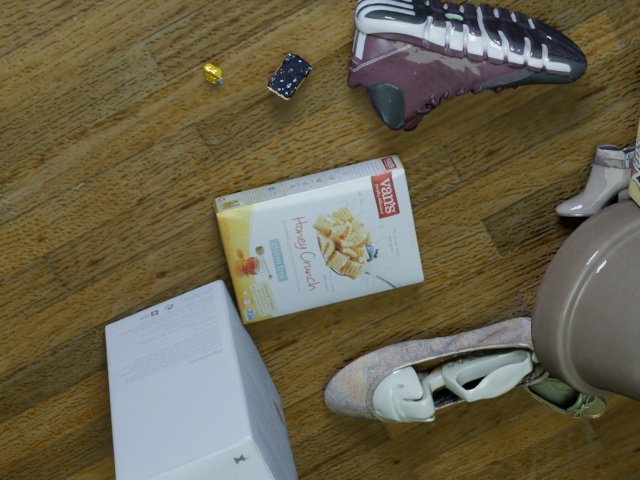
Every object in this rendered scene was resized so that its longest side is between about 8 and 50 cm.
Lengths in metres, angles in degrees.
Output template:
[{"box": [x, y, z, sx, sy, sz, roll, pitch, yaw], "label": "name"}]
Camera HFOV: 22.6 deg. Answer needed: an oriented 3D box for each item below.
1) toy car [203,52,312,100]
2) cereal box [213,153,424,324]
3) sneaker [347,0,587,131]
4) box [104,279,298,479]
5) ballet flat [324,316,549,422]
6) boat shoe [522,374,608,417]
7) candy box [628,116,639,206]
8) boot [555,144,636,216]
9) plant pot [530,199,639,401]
[{"box": [-0.075, -0.200, 1.899, 0.122, 0.060, 0.040, 16, 161, -1], "label": "toy car"}, {"box": [0.000, 0.000, 2.009, 0.240, 0.047, 0.173, -14, 121, -2], "label": "cereal box"}, {"box": [0.163, -0.194, 1.907, 0.281, 0.106, 0.162, 13, 123, -6], "label": "sneaker"}, {"box": [-0.139, 0.244, 1.953, 0.168, 0.345, 0.215, -22, 120, 3], "label": "box"}, {"box": [0.159, 0.181, 2.109, 0.316, 0.106, 0.107, -19, 122, 2], "label": "ballet flat"}, {"box": [0.333, 0.211, 2.190, 0.153, 0.048, 0.056, 30, 111, -24], "label": "boat shoe"}, {"box": [0.552, -0.133, 1.990, 0.317, 0.087, 0.182, -6, 121, -14], "label": "candy box"}, {"box": [0.356, -0.078, 2.036, 0.119, 0.042, 0.087, -8, 115, -8], "label": "boot"}, {"box": [0.431, 0.112, 1.998, 0.263, 0.229, 0.263, -18, 124, -28], "label": "plant pot"}]
